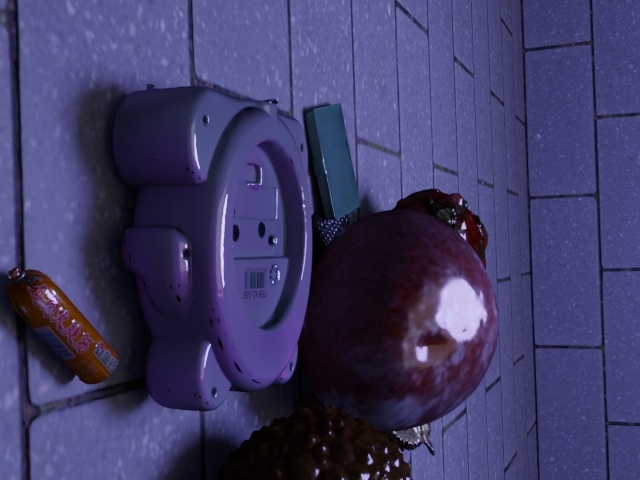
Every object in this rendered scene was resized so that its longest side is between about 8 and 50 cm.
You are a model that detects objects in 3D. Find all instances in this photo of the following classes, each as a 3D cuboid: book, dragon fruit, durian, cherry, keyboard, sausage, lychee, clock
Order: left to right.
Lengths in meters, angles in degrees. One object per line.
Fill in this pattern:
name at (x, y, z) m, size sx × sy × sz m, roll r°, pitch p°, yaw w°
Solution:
sausage at (-0.167, 0.053, 0.531) m, size 0.107 × 0.031 × 0.031 m, roll 66°, pitch 30°, yaw -44°
clock at (-0.077, 0.006, 0.692) m, size 0.227 × 0.090 × 0.248 m, roll 1°, pitch 89°, yaw -68°
lychee at (-0.001, 0.246, 0.723) m, size 0.238 × 0.200 × 0.200 m, roll 11°, pitch 77°, yaw -54°
keyboard at (0.000, 0.000, 0.990) m, size 0.198 × 0.010 × 0.064 m, roll -58°, pitch 138°, yaw -55°
sausage at (0.009, 0.211, 0.959) m, size 0.129 × 0.034 × 0.034 m, roll 55°, pitch 39°, yaw -54°
book at (0.015, -0.097, 1.018) m, size 0.103 × 0.017 × 0.135 m, roll -33°, pitch 114°, yaw -65°
durian at (0.103, 0.235, 1.122) m, size 0.110 × 0.071 × 0.140 m, roll -23°, pitch 79°, yaw -41°
cherry at (0.086, 0.088, 0.917) m, size 0.285 × 0.212 × 0.236 m, roll -38°, pitch 100°, yaw -45°
dragon fruit at (0.152, 0.062, 1.149) m, size 0.200 × 0.198 × 0.269 m, roll 131°, pitch -39°, yaw -85°
